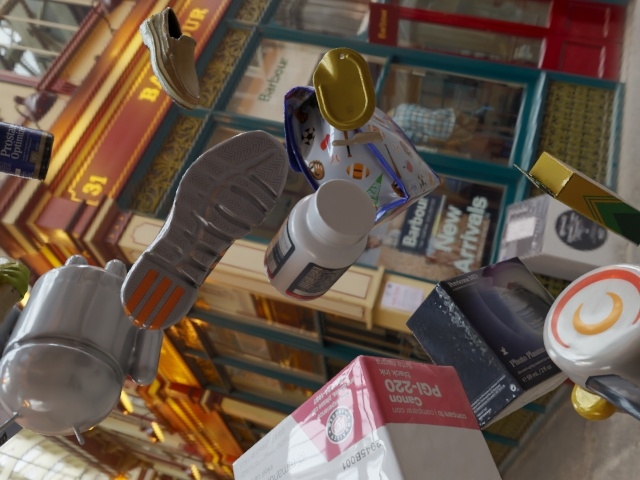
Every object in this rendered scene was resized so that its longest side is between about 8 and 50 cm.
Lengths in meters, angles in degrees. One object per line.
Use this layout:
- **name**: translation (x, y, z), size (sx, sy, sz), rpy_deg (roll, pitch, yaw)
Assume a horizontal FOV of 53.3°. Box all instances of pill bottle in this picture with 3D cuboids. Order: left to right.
- **pill bottle**: translation (-0.759, -0.222, 1.518), size (0.123, 0.219, 0.122), rpy_deg (-37, 47, 55)
- **pill bottle**: translation (0.000, 0.000, 0.842), size (0.180, 0.108, 0.108), rpy_deg (-51, 15, 55)

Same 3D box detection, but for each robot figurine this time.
- **robot figurine**: translation (-0.428, 0.183, 1.104), size (0.353, 0.300, 0.199), rpy_deg (-91, 8, -48)

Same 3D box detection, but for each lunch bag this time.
- **lunch bag**: translation (0.084, -0.224, 1.633), size (0.239, 0.385, 0.328), rpy_deg (-36, -4, 24)

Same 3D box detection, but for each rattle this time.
- **rattle**: translation (-0.460, 0.053, 0.752), size (0.143, 0.200, 0.130), rpy_deg (45, -133, -52)

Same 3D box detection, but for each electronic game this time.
- **electronic game**: translation (0.405, 0.220, 0.711), size (0.048, 0.229, 0.229), rpy_deg (-59, -12, 2)

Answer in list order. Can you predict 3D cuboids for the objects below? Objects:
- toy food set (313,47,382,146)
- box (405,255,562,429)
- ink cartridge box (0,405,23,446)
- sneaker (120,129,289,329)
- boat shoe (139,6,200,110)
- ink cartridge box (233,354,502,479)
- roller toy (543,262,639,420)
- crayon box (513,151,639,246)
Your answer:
- **toy food set**: translation (0.064, -0.314, 1.421), size (0.071, 0.128, 0.217), rpy_deg (-31, -71, -73)
- **box**: translation (0.411, 0.220, 1.460), size (0.296, 0.294, 0.182), rpy_deg (-13, -34, -37)
- **ink cartridge box**: translation (-0.829, 0.423, 1.628), size (0.311, 0.186, 0.065), rpy_deg (-45, -27, -38)
- **sneaker**: translation (-0.177, -0.024, 0.930), size (0.321, 0.125, 0.180), rpy_deg (-51, 12, -6)
- **boat shoe**: translation (-0.224, -0.291, 0.996), size (0.072, 0.190, 0.068), rpy_deg (-35, -21, 18)
- **ink cartridge box**: translation (0.038, 0.202, 0.375), size (0.158, 0.092, 0.217), rpy_deg (-47, 45, 32)
- **roller toy**: translation (0.439, 0.145, 0.920), size (0.191, 0.146, 0.209), rpy_deg (-32, 25, 36)
- **crayon box**: translation (0.670, -0.121, 1.636), size (0.081, 0.319, 0.202), rpy_deg (-59, 15, 19)
